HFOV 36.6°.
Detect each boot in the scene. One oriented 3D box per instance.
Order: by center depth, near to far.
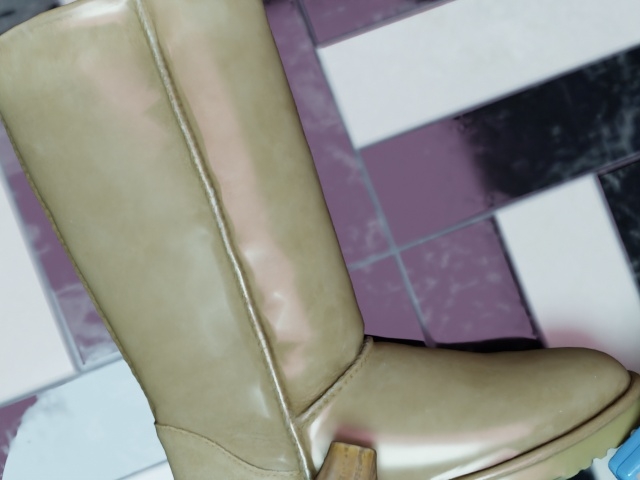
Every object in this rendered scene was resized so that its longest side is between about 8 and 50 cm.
[{"bbox_3d":[0.000,0.000,0.442,0.236,0.089,0.269,-20,88,-7],"label":"boot"}]

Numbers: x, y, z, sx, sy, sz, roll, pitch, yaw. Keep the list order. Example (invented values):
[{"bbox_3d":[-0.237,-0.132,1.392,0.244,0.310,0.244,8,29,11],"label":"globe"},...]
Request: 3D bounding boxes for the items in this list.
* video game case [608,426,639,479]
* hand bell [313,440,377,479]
[{"bbox_3d":[0.209,0.107,0.452,0.119,0.015,0.166,-45,124,-6],"label":"video game case"},{"bbox_3d":[-0.009,0.199,0.367,0.126,0.126,0.242,14,78,-5],"label":"hand bell"}]
